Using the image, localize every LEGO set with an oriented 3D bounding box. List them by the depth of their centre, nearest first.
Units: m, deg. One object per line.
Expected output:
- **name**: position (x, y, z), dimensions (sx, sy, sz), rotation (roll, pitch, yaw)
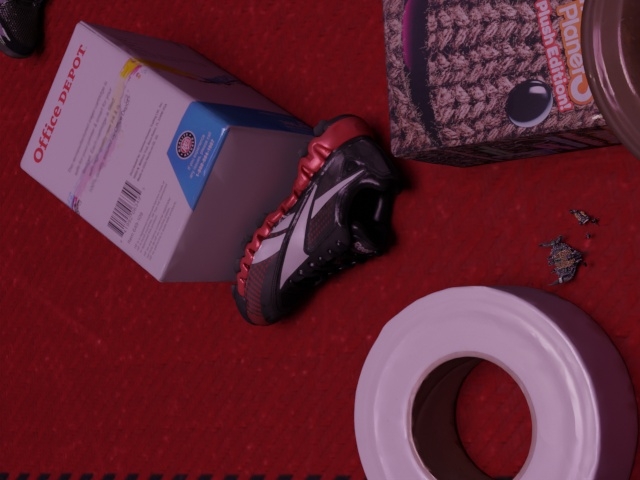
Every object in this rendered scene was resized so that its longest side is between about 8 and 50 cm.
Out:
- **LEGO set**: position (0.257, 0.010, 1.355), dimensions (0.083, 0.023, 0.054), rotation (-49, 64, 9)

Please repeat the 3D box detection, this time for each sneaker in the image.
- **sneaker**: position (0.000, 0.000, 1.488), dimensions (0.135, 0.097, 0.276), rotation (43, 111, 31)
- **sneaker**: position (-0.402, -0.367, 1.795), dimensions (0.130, 0.087, 0.228), rotation (-13, 76, 41)

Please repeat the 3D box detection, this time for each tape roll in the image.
- **tape roll**: position (0.176, 0.188, 1.356), dimensions (0.286, 0.100, 0.286), rotation (-1, 88, 35)

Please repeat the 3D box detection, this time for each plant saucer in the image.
- **plant saucer**: position (0.366, -0.177, 1.158), dimensions (0.277, 0.041, 0.278), rotation (1, 84, -8)

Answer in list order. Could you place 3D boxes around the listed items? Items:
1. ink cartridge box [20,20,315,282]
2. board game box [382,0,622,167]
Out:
- **ink cartridge box**: position (-0.174, -0.103, 1.555), dimensions (0.270, 0.197, 0.198), rotation (36, 110, 31)
- **board game box**: position (0.220, -0.208, 1.310), dimensions (0.291, 0.141, 0.232), rotation (-7, 85, 36)
